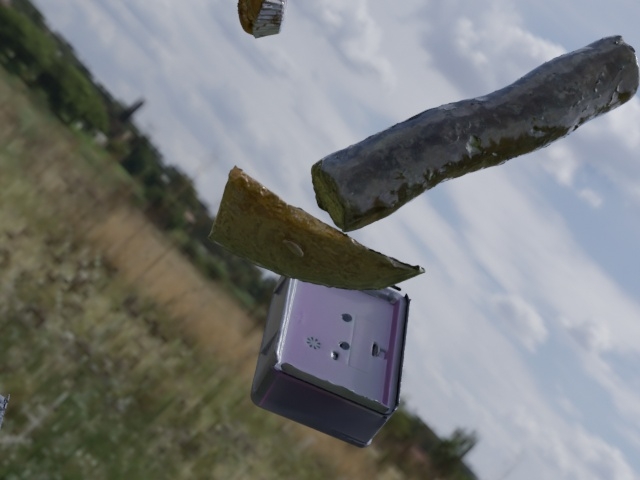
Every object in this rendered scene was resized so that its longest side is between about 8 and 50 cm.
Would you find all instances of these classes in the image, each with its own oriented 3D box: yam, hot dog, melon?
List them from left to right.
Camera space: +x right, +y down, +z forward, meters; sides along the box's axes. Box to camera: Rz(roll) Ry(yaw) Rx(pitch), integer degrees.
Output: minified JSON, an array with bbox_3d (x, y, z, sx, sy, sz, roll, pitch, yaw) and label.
[{"bbox_3d":[-0.056,-0.321,1.581,0.059,0.191,0.108,10,-20,-5],"label":"hot dog"},{"bbox_3d":[-0.004,0.003,1.182,0.182,0.054,0.098,28,-31,-1],"label":"melon"},{"bbox_3d":[0.113,-0.076,0.964,0.061,0.253,0.061,55,-20,32],"label":"yam"}]

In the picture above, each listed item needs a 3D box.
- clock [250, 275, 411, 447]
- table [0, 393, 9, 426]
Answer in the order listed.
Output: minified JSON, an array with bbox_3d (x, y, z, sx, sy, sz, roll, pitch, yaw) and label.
[{"bbox_3d":[0.011,0.110,1.465,0.145,0.073,0.193,24,38,-10],"label":"clock"},{"bbox_3d":[-0.200,0.299,0.952,0.251,0.282,0.196,33,2,-11],"label":"table"}]
